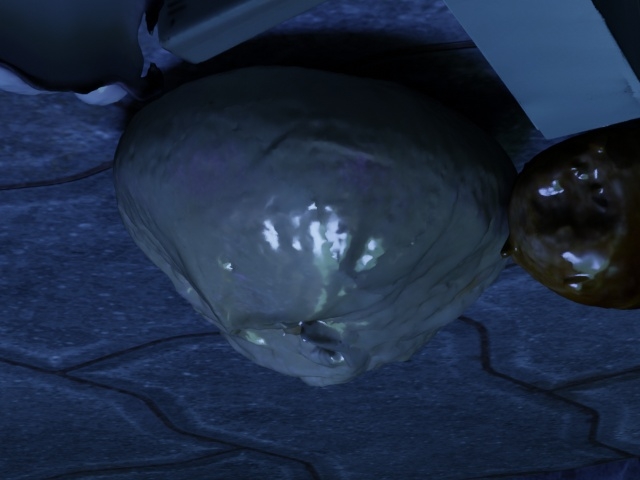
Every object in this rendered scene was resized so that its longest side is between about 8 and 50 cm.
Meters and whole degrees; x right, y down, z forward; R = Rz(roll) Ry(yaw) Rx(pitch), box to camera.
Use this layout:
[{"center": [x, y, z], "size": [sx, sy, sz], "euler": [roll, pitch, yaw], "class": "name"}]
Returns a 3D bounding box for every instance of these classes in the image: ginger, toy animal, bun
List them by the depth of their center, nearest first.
[{"center": [-0.214, -0.145, 0.836], "size": [0.289, 0.249, 0.174], "euler": [24, 147, 50], "class": "toy animal"}, {"center": [0.331, -0.047, 1.170], "size": [0.357, 0.152, 0.274], "euler": [-28, 155, 14], "class": "ginger"}, {"center": [0.000, 0.000, 1.198], "size": [0.361, 0.213, 0.361], "euler": [-1, 159, 0], "class": "bun"}]

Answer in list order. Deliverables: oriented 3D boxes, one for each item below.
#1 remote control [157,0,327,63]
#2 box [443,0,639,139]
[{"center": [0.018, -0.202, 0.827], "size": [0.285, 0.123, 0.038], "euler": [-21, 152, 32], "class": "remote control"}, {"center": [0.140, -0.171, 0.907], "size": [0.086, 0.129, 0.225], "euler": [-12, 156, 21], "class": "box"}]
